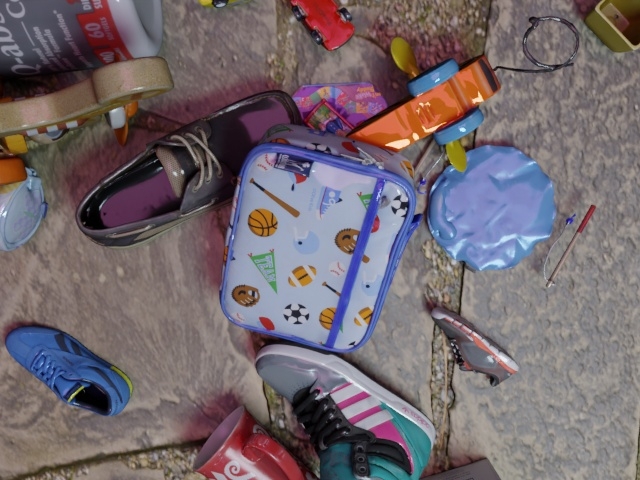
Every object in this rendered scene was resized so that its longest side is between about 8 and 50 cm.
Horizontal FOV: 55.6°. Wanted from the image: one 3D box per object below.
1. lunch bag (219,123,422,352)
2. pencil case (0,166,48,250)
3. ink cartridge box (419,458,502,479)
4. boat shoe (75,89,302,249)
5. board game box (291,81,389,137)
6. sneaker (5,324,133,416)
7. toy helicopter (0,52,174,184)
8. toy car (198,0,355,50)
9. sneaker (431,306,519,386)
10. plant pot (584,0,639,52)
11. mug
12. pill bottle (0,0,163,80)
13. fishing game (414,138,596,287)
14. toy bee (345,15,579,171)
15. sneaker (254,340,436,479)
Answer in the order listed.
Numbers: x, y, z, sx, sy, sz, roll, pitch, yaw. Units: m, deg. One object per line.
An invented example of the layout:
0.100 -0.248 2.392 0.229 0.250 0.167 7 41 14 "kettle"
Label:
0.000 0.000 0.819 0.243 0.115 0.303 17 119 1 "lunch bag"
-0.539 -0.075 0.859 0.273 0.113 0.124 15 107 0 "pencil case"
0.249 0.510 0.824 0.130 0.272 0.309 -18 94 1 "ink cartridge box"
-0.180 -0.091 0.849 0.355 0.130 0.132 -34 94 3 "boat shoe"
0.025 -0.166 0.892 0.168 0.033 0.133 -2 95 0 "board game box"
-0.379 0.192 0.898 0.209 0.082 0.069 30 96 -1 "sneaker"
-0.293 -0.161 0.745 0.355 0.235 0.140 -5 101 39 "toy helicopter"
-0.041 -0.405 0.864 0.239 0.053 0.225 19 94 -2 "toy car"
0.220 0.164 0.905 0.158 0.061 0.065 38 100 -2 "sneaker"
0.423 -0.314 0.854 0.081 0.083 0.081 45 92 -3 "plant pot"
-0.083 0.342 0.879 0.169 0.150 0.113 43 79 -7 "mug"
-0.410 -0.319 0.794 0.363 0.210 0.210 -7 94 1 "pill bottle"
0.252 -0.045 0.899 0.264 0.041 0.189 27 94 6 "fishing game"
0.185 -0.192 0.840 0.298 0.162 0.195 -5 109 14 "toy bee"
0.016 0.277 0.848 0.295 0.178 0.124 30 131 -3 "sneaker"
